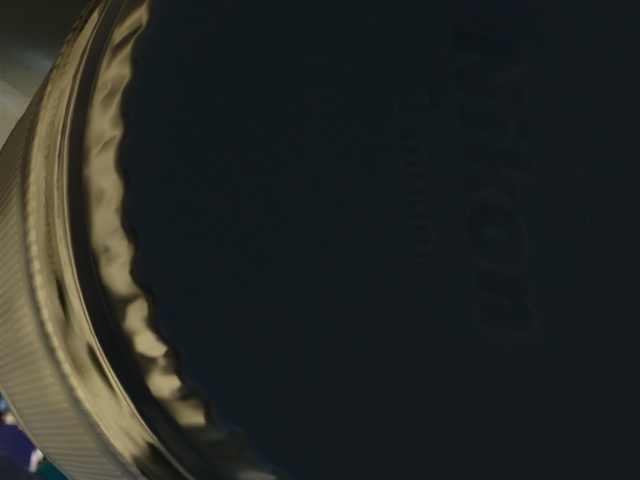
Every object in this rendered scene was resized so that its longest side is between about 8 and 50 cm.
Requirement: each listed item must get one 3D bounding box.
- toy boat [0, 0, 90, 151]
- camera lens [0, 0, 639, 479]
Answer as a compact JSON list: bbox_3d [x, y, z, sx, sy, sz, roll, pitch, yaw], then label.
[{"bbox_3d":[-0.220,-0.091,0.975,0.318,0.267,0.148,26,45,-45],"label":"toy boat"},{"bbox_3d":[0.000,0.000,0.482,0.274,0.219,0.219,158,-59,-70],"label":"camera lens"}]
